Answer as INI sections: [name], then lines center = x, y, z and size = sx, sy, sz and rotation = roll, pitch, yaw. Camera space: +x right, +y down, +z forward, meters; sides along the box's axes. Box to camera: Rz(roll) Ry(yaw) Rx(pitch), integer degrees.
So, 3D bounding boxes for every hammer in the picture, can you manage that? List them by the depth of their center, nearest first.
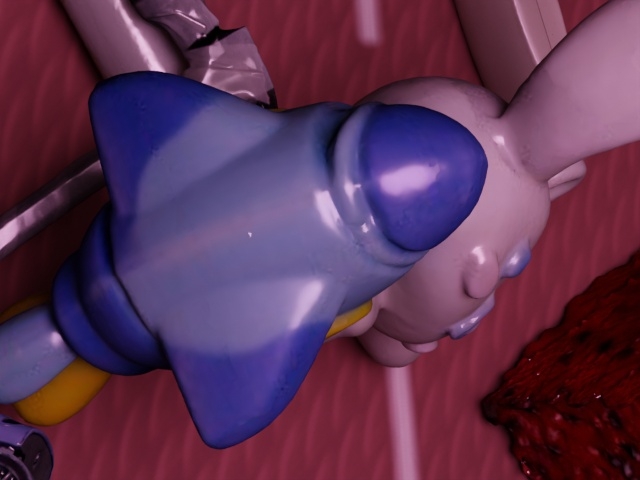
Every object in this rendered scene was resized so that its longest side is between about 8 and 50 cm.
[hammer]
center = -0.207, 0.001, 1.024
size = 0.427, 0.044, 0.152
rotation = -35, 100, -15

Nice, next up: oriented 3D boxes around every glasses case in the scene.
[glasses case]
center = 0.129, -0.173, 1.231
size = 0.051, 0.081, 0.204
rotation = -18, 93, -26

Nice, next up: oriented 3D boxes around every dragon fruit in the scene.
[dragon fruit]
center = 0.325, 0.140, 1.160
size = 0.228, 0.329, 0.286
rotation = -35, 98, -33

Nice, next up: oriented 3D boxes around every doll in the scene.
[doll]
center = 0.004, 0.006, 0.962
size = 0.366, 0.376, 0.187
rotation = -13, 52, -31

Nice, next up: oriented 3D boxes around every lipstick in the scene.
[lipstick]
center = -0.129, -0.145, 1.107
size = 0.059, 0.059, 0.264
rotation = -33, 98, -27

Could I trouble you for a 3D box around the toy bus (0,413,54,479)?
[toy bus]
center = -0.252, 0.223, 0.952
size = 0.133, 0.125, 0.292
rotation = 23, 72, 6
